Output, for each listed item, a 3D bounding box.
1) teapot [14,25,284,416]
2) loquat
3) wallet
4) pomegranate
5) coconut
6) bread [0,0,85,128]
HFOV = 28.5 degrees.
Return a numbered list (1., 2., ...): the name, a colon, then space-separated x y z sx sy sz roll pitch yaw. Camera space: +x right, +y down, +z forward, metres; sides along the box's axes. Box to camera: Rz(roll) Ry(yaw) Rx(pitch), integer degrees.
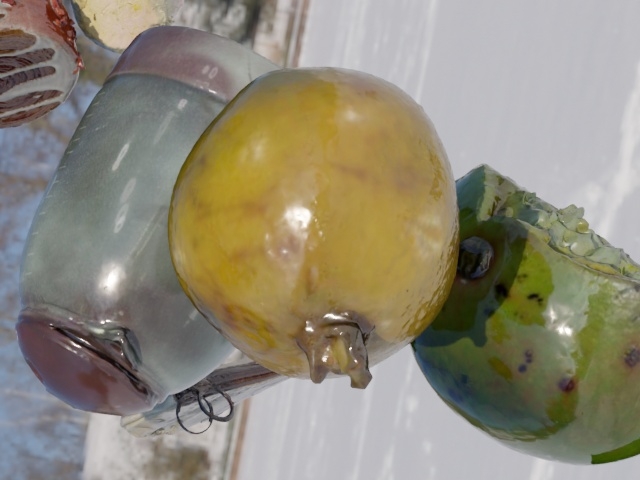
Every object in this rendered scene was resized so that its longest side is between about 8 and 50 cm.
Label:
1. teapot: -0.154 0.011 1.127 0.312 0.233 0.315 -60 12 -20
2. loquat: 0.000 0.000 0.844 0.246 0.213 0.213 -101 17 -48
3. wallet: -0.113 0.194 1.668 0.274 0.335 0.068 -24 84 50
4. pomegranate: 0.223 0.097 1.174 0.216 0.358 0.309 -54 44 1
5. coconut: -0.201 -0.262 1.337 0.122 0.116 0.116 -81 2 -62
6. bread: -0.318 -0.184 1.262 0.160 0.160 0.073 102 153 -52
